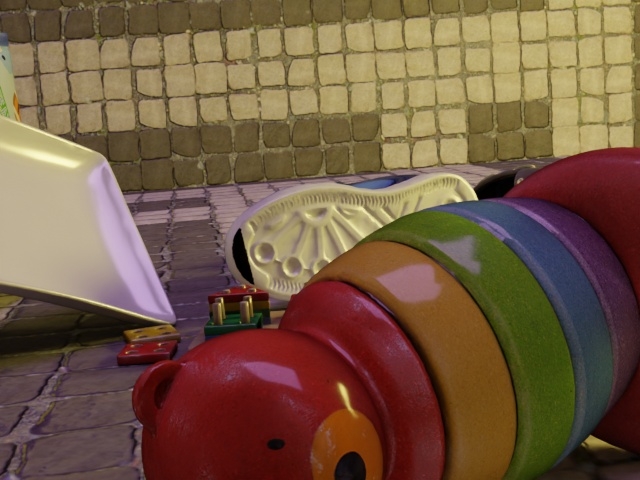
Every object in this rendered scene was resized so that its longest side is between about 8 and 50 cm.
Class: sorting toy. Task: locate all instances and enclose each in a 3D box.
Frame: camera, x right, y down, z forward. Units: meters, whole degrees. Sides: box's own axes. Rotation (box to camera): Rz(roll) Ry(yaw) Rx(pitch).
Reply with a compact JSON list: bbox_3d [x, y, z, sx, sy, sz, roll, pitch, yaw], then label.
[{"bbox_3d":[-0.054,0.068,0.901,0.274,0.046,0.132,-4,8,4],"label":"sorting toy"}]

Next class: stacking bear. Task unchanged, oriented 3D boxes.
[{"bbox_3d":[0.047,0.068,0.499,0.289,0.175,0.164,-19,17,-34],"label":"stacking bear"}]

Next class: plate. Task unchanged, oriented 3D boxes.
[{"bbox_3d":[-0.299,-0.028,0.987,0.278,0.045,0.277,20,30,-45],"label":"plate"}]

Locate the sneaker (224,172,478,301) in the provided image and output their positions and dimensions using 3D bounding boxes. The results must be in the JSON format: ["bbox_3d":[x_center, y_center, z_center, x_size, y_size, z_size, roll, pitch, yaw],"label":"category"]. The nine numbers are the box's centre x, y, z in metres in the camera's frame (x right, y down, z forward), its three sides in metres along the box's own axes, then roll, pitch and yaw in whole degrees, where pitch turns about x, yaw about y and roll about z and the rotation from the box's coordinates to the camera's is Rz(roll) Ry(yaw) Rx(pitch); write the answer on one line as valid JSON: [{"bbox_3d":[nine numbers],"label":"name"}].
[{"bbox_3d":[0.000,-0.001,1.152,0.323,0.130,0.236,-14,2,-30],"label":"sneaker"}]

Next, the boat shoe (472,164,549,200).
[{"bbox_3d":[0.301,-0.052,1.369,0.091,0.109,0.305,-7,3,-16],"label":"boat shoe"}]

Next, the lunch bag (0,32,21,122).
[{"bbox_3d":[-0.491,-0.069,1.094,0.239,0.328,0.385,-9,9,6],"label":"lunch bag"}]
